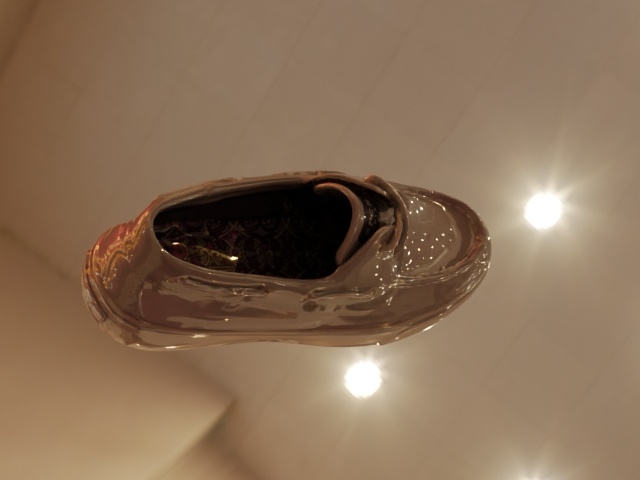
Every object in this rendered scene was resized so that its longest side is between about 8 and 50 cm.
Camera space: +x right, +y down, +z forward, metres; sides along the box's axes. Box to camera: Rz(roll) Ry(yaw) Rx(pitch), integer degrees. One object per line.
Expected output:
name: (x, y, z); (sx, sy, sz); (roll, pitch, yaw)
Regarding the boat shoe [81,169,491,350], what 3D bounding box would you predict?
boat shoe: (0.000, 0.000, 0.653); (0.063, 0.184, 0.066); (-41, -125, 50)
